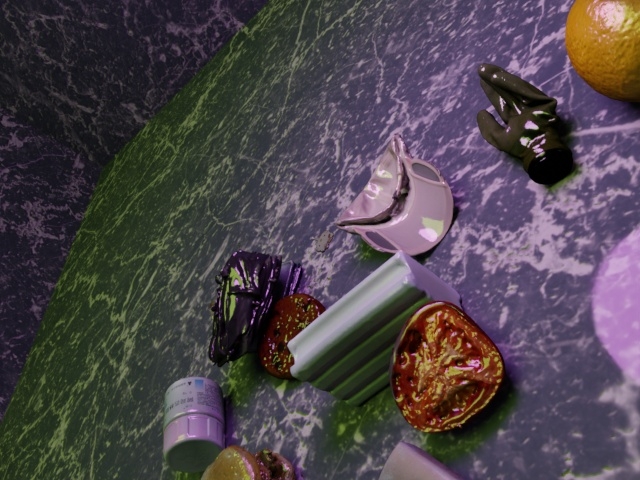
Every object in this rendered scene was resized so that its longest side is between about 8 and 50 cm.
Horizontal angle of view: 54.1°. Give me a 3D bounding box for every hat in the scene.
[{"bbox_3d":[0.162,-0.069,1.233,0.226,0.164,0.219,37,93,20],"label":"hat"}]

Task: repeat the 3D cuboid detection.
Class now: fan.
[{"bbox_3d":[0.000,0.000,1.459,0.083,0.004,0.056,11,72,57],"label":"fan"}]

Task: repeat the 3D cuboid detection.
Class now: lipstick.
[{"bbox_3d":[0.184,0.351,0.803,0.253,0.079,0.077,17,74,57],"label":"lipstick"}]

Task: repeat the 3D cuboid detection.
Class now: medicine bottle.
[{"bbox_3d":[-0.272,0.395,1.351,0.135,0.135,0.168,-43,34,21],"label":"medicine bottle"}]

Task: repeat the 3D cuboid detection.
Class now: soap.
[{"bbox_3d":[0.092,0.153,1.037,0.265,0.159,0.088,-42,32,24],"label":"soap"}]

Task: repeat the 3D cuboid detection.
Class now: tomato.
[{"bbox_3d":[0.182,0.190,0.932,0.174,0.082,0.166,-48,66,12],"label":"tomato"}]

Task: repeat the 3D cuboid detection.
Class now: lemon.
[{"bbox_3d":[0.463,-0.299,0.914,0.188,0.188,0.257,-46,30,17],"label":"lemon"}]

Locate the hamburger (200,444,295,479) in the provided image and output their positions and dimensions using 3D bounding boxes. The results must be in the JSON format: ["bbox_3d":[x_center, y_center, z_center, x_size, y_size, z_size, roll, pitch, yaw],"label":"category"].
[{"bbox_3d":[-0.125,0.453,1.103,0.185,0.131,0.159,-52,44,13],"label":"hamburger"}]

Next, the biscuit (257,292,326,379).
[{"bbox_3d":[-0.057,0.199,1.300,0.192,0.049,0.192,-27,46,32],"label":"biscuit"}]

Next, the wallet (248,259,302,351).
[{"bbox_3d":[-0.127,0.154,1.463,0.167,0.036,0.222,-14,51,48],"label":"wallet"}]

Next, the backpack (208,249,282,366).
[{"bbox_3d":[-0.178,0.149,1.361,0.206,0.133,0.258,127,155,-63],"label":"backpack"}]

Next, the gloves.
[{"bbox_3d":[0.342,-0.205,1.074,0.135,0.107,0.268,-46,49,32],"label":"gloves"}]

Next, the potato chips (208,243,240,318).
[{"bbox_3d":[-0.223,0.114,1.582,0.167,0.059,0.228,-53,22,9],"label":"potato chips"}]
